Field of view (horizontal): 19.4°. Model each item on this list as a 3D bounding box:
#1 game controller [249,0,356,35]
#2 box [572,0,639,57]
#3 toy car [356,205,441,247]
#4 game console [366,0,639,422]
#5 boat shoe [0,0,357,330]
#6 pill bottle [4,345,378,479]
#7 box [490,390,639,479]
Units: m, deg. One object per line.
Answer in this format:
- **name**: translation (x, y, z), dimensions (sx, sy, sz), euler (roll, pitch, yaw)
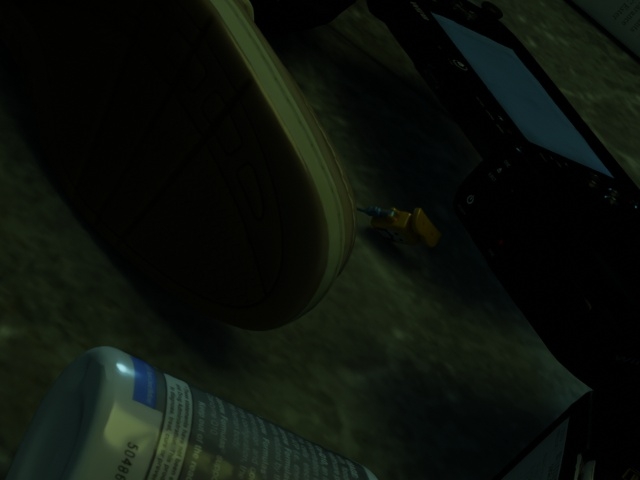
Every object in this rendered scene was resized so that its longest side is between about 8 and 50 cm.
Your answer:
- **game controller**: translation (-0.109, -0.221, 0.937), dimensions (0.319, 0.067, 0.166), euler (36, 30, -8)
- **box**: translation (0.261, -0.229, 1.246), dimensions (0.119, 0.181, 0.182), euler (41, 29, 0)
- **toy car**: translation (0.000, 0.000, 0.811), dimensions (0.040, 0.060, 0.122), euler (7, -13, 37)
- **game console**: translation (0.112, -0.020, 0.833), dimensions (0.213, 0.044, 0.361), euler (30, 21, -43)
- **boat shoe**: translation (-0.071, -0.089, 0.766), dimensions (0.098, 0.109, 0.302), euler (-5, 46, -50)
- **pill bottle**: translation (-0.027, 0.095, 0.591), dimensions (0.137, 0.078, 0.078), euler (27, 32, -20)
- **box**: translation (0.186, 0.229, 0.650), dimensions (0.322, 0.079, 0.257), euler (36, 28, -6)
